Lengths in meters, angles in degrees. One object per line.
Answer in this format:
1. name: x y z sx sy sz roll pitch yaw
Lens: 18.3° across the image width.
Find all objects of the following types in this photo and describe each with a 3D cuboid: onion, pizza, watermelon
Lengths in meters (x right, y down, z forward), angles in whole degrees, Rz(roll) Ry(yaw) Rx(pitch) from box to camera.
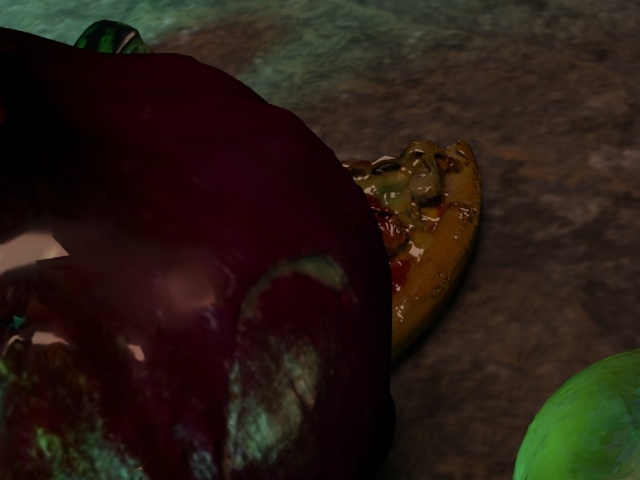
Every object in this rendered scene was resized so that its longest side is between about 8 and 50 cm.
1. onion: -0.172 -0.002 1.025 0.398 0.420 0.398 -13 31 8
2. pizza: 0.000 0.000 1.235 0.193 0.053 0.201 0 44 18
3. watermelon: -0.142 -0.102 1.394 0.094 0.125 0.135 9 19 -14

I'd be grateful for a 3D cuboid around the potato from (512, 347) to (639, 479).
1. potato: 0.163 0.163 0.941 0.169 0.143 0.248 -4 51 8
